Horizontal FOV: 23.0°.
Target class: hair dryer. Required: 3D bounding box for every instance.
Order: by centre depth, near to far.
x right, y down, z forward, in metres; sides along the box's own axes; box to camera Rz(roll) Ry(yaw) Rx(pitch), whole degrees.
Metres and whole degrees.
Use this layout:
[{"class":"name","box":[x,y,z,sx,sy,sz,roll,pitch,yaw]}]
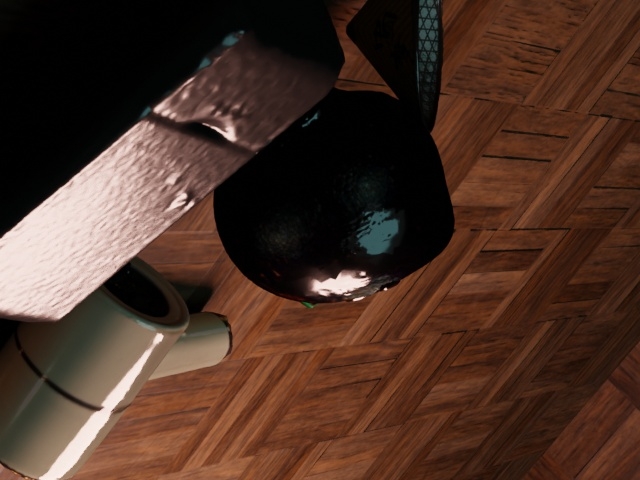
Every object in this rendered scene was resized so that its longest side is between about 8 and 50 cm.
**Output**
[{"class":"hair dryer","box":[-0.176,0.107,1.550,0.203,0.128,0.362,-53,162,17]}]

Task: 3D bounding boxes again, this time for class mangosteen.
[{"class":"mangosteen","box":[-0.002,-0.056,1.392,0.243,0.243,0.243,-35,155,-19]}]

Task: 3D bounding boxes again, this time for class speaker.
[{"class":"speaker","box":[-0.161,-0.119,1.187,0.388,0.184,0.180,-39,157,16]}]

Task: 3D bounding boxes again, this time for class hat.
[{"class":"hat","box":[0.064,-0.195,1.446,0.193,0.082,0.193,2,90,-80]}]

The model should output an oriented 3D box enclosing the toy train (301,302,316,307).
[{"class":"toy train","box":[0.000,0.000,1.665,0.136,0.091,0.228,-36,157,8]}]
